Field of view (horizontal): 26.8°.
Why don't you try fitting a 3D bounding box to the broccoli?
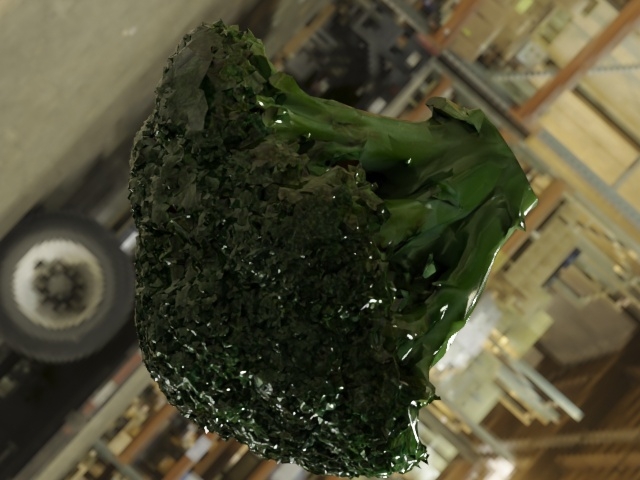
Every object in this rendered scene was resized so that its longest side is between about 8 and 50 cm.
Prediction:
[{"bbox_3d":[0.000,0.000,0.864,0.275,0.307,0.308,-32,178,-2],"label":"broccoli"}]
